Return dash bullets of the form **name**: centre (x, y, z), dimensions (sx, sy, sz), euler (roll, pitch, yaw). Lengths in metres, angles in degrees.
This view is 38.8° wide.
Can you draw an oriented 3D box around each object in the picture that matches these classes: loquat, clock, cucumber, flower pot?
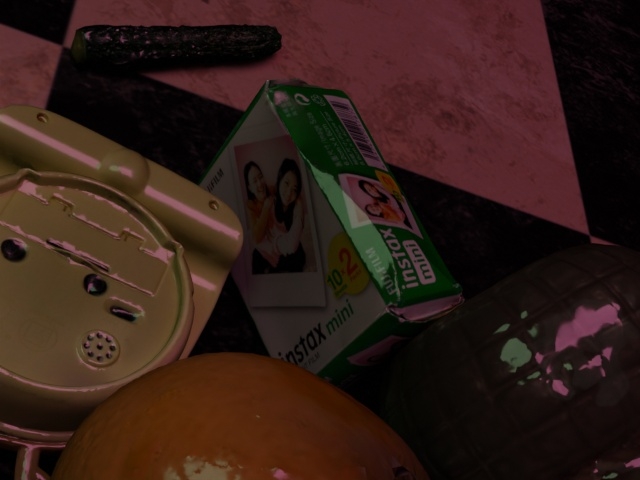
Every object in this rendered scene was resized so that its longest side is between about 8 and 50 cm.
- **loquat**: centre (-0.055, 0.200, 0.561), dimensions (0.263, 0.263, 0.263), euler (17, 50, -21)
- **clock**: centre (-0.203, 0.054, 0.690), dimensions (0.235, 0.096, 0.308), euler (28, 48, -12)
- **cucumber**: centre (-0.140, -0.207, 0.964), dimensions (0.257, 0.043, 0.044), euler (-12, 69, -39)
- **flower pot**: centre (0.207, 0.144, 0.752), dimensions (0.302, 0.302, 0.213), euler (-13, 64, -38)

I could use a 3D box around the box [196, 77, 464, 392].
- **box**: centre (0.000, 0.000, 0.801), dimensions (0.103, 0.180, 0.250), euler (-7, 60, -40)
